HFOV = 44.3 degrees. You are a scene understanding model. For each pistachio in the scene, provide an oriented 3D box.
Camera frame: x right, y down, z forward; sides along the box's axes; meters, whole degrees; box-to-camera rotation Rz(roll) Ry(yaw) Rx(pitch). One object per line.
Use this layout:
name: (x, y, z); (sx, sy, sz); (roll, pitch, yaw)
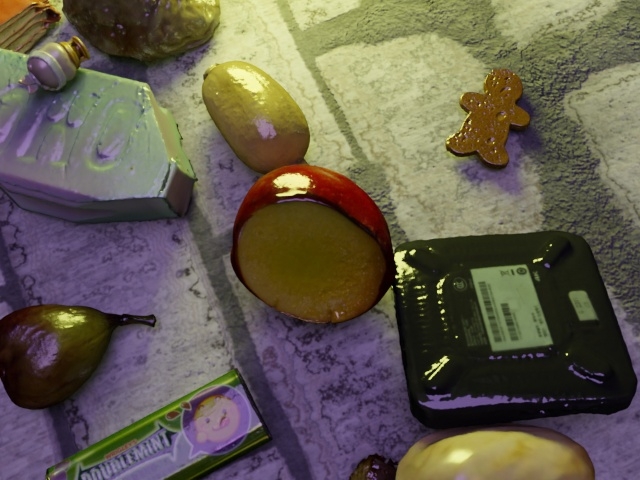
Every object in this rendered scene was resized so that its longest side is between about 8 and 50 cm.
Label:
pistachio: (0.257, 0.370, 1.156); (0.309, 0.230, 0.229); (-3, 69, -26)

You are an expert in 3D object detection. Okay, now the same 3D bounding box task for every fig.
fig: (-0.411, 0.171, 1.323); (0.274, 0.145, 0.170); (-20, 72, -19)

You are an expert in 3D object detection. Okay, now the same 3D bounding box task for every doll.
doll: (-0.468, -0.303, 1.361); (0.127, 0.073, 0.084); (-39, 39, -18)

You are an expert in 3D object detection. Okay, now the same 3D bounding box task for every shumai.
shumai: (-0.363, -0.503, 1.482); (0.314, 0.262, 0.267); (-3, 70, 3)

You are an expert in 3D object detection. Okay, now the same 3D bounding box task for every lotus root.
lotus root: (-0.115, -0.223, 1.438); (0.146, 0.131, 0.303); (-36, 73, -8)

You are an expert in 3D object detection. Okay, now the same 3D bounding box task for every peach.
peach: (0.000, 0.000, 1.301); (0.275, 0.248, 0.245); (28, 52, 3)

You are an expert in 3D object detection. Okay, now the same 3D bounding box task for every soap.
soap: (-0.447, -0.176, 1.426); (0.446, 0.156, 0.261); (15, 72, 7)

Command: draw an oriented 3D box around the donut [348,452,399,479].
donut: (0.060, 0.447, 1.190); (0.230, 0.096, 0.216); (-38, 93, -34)

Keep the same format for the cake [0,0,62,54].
cake: (-0.645, -0.412, 1.551); (0.135, 0.098, 0.287); (34, 71, 12)

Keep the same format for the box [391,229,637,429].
box: (0.293, 0.128, 1.266); (0.350, 0.091, 0.359); (-6, 48, 1)

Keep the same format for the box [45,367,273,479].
box: (-0.259, 0.345, 1.266); (0.346, 0.097, 0.134); (-27, 73, -7)

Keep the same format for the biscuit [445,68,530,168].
biscuit: (0.322, -0.232, 1.474); (0.138, 0.031, 0.205); (19, 73, 8)
